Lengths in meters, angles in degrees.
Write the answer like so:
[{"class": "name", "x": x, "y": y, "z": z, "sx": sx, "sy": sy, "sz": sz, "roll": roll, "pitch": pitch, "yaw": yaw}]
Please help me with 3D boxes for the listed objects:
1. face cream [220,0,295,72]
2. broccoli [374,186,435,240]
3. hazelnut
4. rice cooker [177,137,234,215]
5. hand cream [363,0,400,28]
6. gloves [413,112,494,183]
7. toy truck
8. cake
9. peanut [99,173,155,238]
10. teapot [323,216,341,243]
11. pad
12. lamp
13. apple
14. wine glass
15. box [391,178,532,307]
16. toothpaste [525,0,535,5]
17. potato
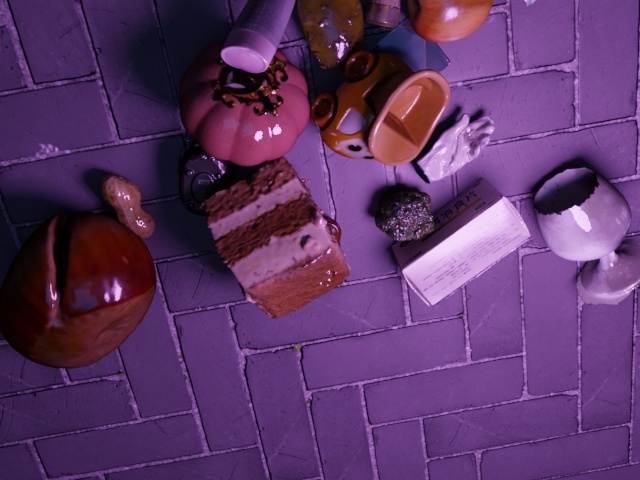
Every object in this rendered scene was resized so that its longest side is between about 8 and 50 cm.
[{"class": "face cream", "x": -0.128, "y": -0.481, "z": 1.465, "sx": 0.108, "sy": 0.269, "sz": 0.073, "roll": 15, "pitch": 146, "yaw": 4}, {"class": "broccoli", "x": 0.223, "y": -0.065, "z": 1.730, "sx": 0.162, "sy": 0.138, "sz": 0.145, "roll": 15, "pitch": 80, "yaw": 27}, {"class": "hazelnut", "x": -0.604, "y": 0.117, "z": 1.633, "sx": 0.359, "sy": 0.359, "sz": 0.409, "roll": 26, "pitch": 115, "yaw": -14}, {"class": "rice cooker", "x": -0.286, "y": -0.158, "z": 1.662, "sx": 0.142, "sy": 0.118, "sz": 0.202, "roll": 3, "pitch": 116, "yaw": -5}, {"class": "hand cream", "x": 0.158, "y": -0.598, "z": 1.538, "sx": 0.084, "sy": 0.084, "sz": 0.203, "roll": 9, "pitch": 107, "yaw": -8}, {"class": "gloves", "x": 0.340, "y": -0.236, "z": 1.689, "sx": 0.229, "sy": 0.097, "sz": 0.119, "roll": -33, "pitch": 116, "yaw": 14}, {"class": "toy truck", "x": 0.137, "y": -0.303, "z": 1.549, "sx": 0.204, "sy": 0.211, "sz": 0.288, "roll": 22, "pitch": 111, "yaw": -49}, {"class": "cake", "x": -0.106, "y": 0.004, "z": 1.618, "sx": 0.282, "sy": 0.290, "sz": 0.255, "roll": -28, "pitch": 153, "yaw": 5}, {"class": "peanut", "x": -0.489, "y": -0.088, "z": 1.699, "sx": 0.089, "sy": 0.089, "sz": 0.192, "roll": -23, "pitch": 116, "yaw": 5}, {"class": "teapot", "x": 0.000, "y": 0.000, "z": 1.769, "sx": 0.098, "sy": 0.078, "sz": 0.129, "roll": 36, "pitch": 106, "yaw": -17}, {"class": "pad", "x": 0.183, "y": -0.420, "z": 1.650, "sx": 0.243, "sy": 0.004, "sz": 0.163, "roll": -40, "pitch": 110, "yaw": 12}, {"class": "lamp", "x": -0.177, "y": -0.309, "z": 1.541, "sx": 0.306, "sy": 0.305, "sz": 0.239, "roll": 5, "pitch": 157, "yaw": -11}, {"class": "apple", "x": 0.295, "y": -0.547, "z": 1.521, "sx": 0.199, "sy": 0.199, "sz": 0.199, "roll": -2, "pitch": 112, "yaw": -4}, {"class": "wine glass", "x": 0.702, "y": -0.019, "z": 1.737, "sx": 0.238, "sy": 0.238, "sz": 0.323, "roll": -38, "pitch": 113, "yaw": 11}, {"class": "box", "x": 0.358, "y": 0.007, "z": 1.749, "sx": 0.333, "sy": 0.173, "sz": 0.145, "roll": -38, "pitch": 108, "yaw": 11}, {"class": "toothpaste", "x": 0.603, "y": -0.665, "z": 1.560, "sx": 0.297, "sy": 0.048, "sz": 0.074, "roll": -31, "pitch": 112, "yaw": 12}, {"class": "potato", "x": 0.025, "y": -0.516, "z": 1.539, "sx": 0.150, "sy": 0.113, "sz": 0.251, "roll": -11, "pitch": 112, "yaw": -6}]
